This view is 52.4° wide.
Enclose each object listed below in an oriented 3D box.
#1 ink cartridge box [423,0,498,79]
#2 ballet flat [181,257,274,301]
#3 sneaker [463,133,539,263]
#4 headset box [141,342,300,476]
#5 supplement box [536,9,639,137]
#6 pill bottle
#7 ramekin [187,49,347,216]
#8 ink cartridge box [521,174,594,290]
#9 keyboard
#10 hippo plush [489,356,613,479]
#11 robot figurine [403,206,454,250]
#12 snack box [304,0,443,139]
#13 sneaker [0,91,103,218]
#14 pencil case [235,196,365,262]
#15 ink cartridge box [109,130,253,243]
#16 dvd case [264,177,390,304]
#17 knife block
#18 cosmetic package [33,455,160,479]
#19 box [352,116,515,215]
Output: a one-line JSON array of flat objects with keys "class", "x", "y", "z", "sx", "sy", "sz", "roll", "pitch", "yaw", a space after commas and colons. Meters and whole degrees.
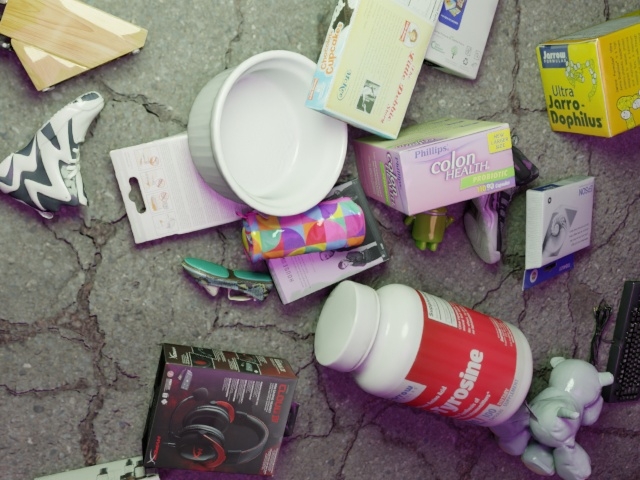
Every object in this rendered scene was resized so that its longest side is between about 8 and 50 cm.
[{"class": "ink cartridge box", "x": 0.275, "y": -0.492, "z": 1.237, "sx": 0.165, "sy": 0.065, "sz": 0.333, "roll": 9, "pitch": 102, "yaw": -41}, {"class": "ballet flat", "x": -0.184, "y": 0.084, "z": 1.266, "sx": 0.188, "sy": 0.070, "sz": 0.070, "roll": 14, "pitch": 99, "yaw": -17}, {"class": "sneaker", "x": 0.386, "y": -0.089, "z": 1.373, "sx": 0.153, "sy": 0.101, "sz": 0.269, "roll": -17, "pitch": 108, "yaw": -13}, {"class": "headset box", "x": -0.189, "y": 0.340, "z": 1.299, "sx": 0.293, "sy": 0.110, "sz": 0.218, "roll": 12, "pitch": 99, "yaw": -19}, {"class": "supplement box", "x": 0.666, "y": -0.366, "z": 1.342, "sx": 0.356, "sy": 0.194, "sz": 0.195, "roll": -21, "pitch": 108, "yaw": -11}, {"class": "pill bottle", "x": 0.206, "y": 0.224, "z": 1.327, "sx": 0.407, "sy": 0.229, "sz": 0.229, "roll": 20, "pitch": 97, "yaw": -20}, {"class": "ramekin", "x": -0.097, "y": -0.186, "z": 1.147, "sx": 0.277, "sy": 0.135, "sz": 0.277, "roll": -7, "pitch": 101, "yaw": -38}, {"class": "ink cartridge box", "x": 0.521, "y": -0.016, "z": 1.415, "sx": 0.223, "sy": 0.045, "sz": 0.224, "roll": -16, "pitch": 111, "yaw": -39}, {"class": "keyboard", "x": 0.746, "y": 0.252, "z": 1.602, "sx": 0.201, "sy": 0.033, "sz": 0.317, "roll": 2, "pitch": 101, "yaw": -17}, {"class": "hippo plush", "x": 0.532, "y": 0.375, "z": 1.505, "sx": 0.236, "sy": 0.234, "sz": 0.294, "roll": -48, "pitch": 131, "yaw": -34}, {"class": "robot figurine", "x": 0.228, "y": -0.038, "z": 1.356, "sx": 0.101, "sy": 0.067, "sz": 0.115, "roll": 4, "pitch": 102, "yaw": -9}, {"class": "snack box", "x": 0.105, "y": -0.356, "z": 1.128, "sx": 0.187, "sy": 0.060, "sz": 0.322, "roll": 13, "pitch": 98, "yaw": -40}, {"class": "sneaker", "x": -0.429, "y": -0.134, "z": 1.123, "sx": 0.235, "sy": 0.094, "sz": 0.153, "roll": -43, "pitch": 112, "yaw": -3}, {"class": "pencil case", "x": -0.036, "y": -0.021, "z": 1.216, "sx": 0.236, "sy": 0.104, "sz": 0.105, "roll": -9, "pitch": 105, "yaw": -16}, {"class": "ink cartridge box", "x": -0.253, "y": -0.108, "z": 1.209, "sx": 0.224, "sy": 0.056, "sz": 0.181, "roll": -14, "pitch": 107, "yaw": -8}, {"class": "dvd case", "x": 0.000, "y": 0.000, "z": 1.290, "sx": 0.238, "sy": 0.029, "sz": 0.179, "roll": -23, "pitch": 94, "yaw": -13}, {"class": "knife block", "x": -0.454, "y": -0.380, "z": 1.059, "sx": 0.275, "sy": 0.088, "sz": 0.242, "roll": -26, "pitch": 109, "yaw": -9}, {"class": "cosmetic package", "x": -0.435, "y": 0.485, "z": 1.268, "sx": 0.239, "sy": 0.099, "sz": 0.061, "roll": -8, "pitch": 103, "yaw": -15}, {"class": "box", "x": 0.206, "y": -0.149, "z": 1.231, "sx": 0.213, "sy": 0.243, "sz": 0.117, "roll": -16, "pitch": 107, "yaw": -13}]
